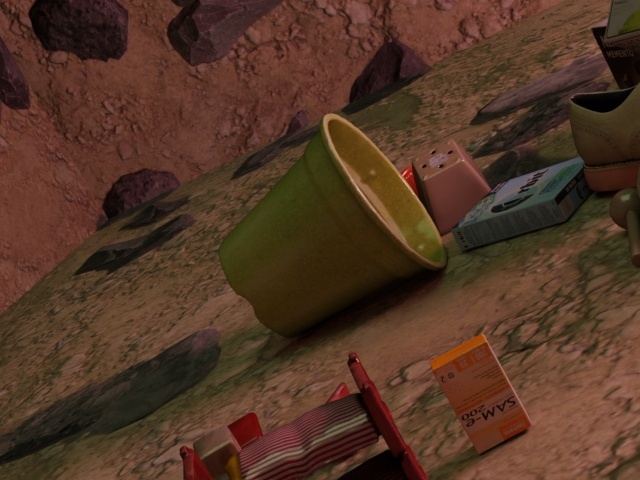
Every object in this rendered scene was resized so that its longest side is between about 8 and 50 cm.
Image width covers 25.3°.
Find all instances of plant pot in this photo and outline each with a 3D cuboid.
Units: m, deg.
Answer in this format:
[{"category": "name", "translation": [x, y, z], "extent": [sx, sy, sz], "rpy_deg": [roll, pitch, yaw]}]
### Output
[{"category": "plant pot", "translation": [0.000, 0.000, 2.078], "extent": [0.254, 0.276, 0.276], "rpy_deg": [-37, 9, 16]}, {"category": "plant pot", "translation": [0.200, -0.092, 2.232], "extent": [0.109, 0.096, 0.109], "rpy_deg": [-28, 32, 5]}]

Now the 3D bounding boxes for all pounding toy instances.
[{"category": "pounding toy", "translation": [0.460, -0.073, 1.693], "extent": [0.237, 0.110, 0.183], "rpy_deg": [-56, 15, 20]}]

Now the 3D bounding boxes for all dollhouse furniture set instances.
[{"category": "dollhouse furniture set", "translation": [-0.028, 0.207, 1.454], "extent": [0.201, 0.152, 0.374], "rpy_deg": [-29, 12, -2]}]

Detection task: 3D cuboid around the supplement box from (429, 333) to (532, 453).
[{"category": "supplement box", "translation": [0.157, 0.150, 1.397], "extent": [0.062, 0.098, 0.036], "rpy_deg": [-29, 8, 4]}]

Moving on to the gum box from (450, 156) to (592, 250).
[{"category": "gum box", "translation": [0.301, -0.056, 2.060], "extent": [0.184, 0.041, 0.157], "rpy_deg": [-17, 17, 41]}]

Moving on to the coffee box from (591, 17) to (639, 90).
[{"category": "coffee box", "translation": [0.546, -0.280, 2.124], "extent": [0.119, 0.168, 0.297], "rpy_deg": [-31, 13, -11]}]

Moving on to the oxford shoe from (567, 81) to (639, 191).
[{"category": "oxford shoe", "translation": [0.488, -0.174, 1.860], "extent": [0.397, 0.146, 0.140], "rpy_deg": [-17, 14, 42]}]

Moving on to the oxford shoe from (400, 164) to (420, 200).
[{"category": "oxford shoe", "translation": [0.123, -0.052, 2.338], "extent": [0.271, 0.097, 0.098], "rpy_deg": [-37, 8, -33]}]

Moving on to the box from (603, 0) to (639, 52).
[{"category": "box", "translation": [0.542, -0.276, 1.877], "extent": [0.290, 0.087, 0.169], "rpy_deg": [13, -3, -18]}]
